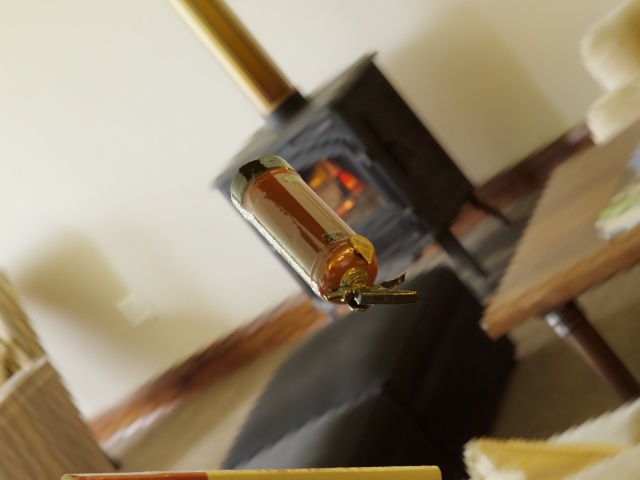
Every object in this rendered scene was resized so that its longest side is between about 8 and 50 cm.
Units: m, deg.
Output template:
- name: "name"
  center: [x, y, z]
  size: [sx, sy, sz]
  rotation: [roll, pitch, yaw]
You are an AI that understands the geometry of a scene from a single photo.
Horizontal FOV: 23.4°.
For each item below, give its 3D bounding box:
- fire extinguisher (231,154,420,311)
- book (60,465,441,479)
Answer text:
- name: "fire extinguisher"
  center: [0.000, 0.000, 1.034]
  size: [0.062, 0.050, 0.177]
  rotation: [-11, 34, -26]
- name: "book"
  center: [-0.018, 0.175, 0.634]
  size: [0.022, 0.162, 0.232]
  rotation: [-6, -10, 39]
